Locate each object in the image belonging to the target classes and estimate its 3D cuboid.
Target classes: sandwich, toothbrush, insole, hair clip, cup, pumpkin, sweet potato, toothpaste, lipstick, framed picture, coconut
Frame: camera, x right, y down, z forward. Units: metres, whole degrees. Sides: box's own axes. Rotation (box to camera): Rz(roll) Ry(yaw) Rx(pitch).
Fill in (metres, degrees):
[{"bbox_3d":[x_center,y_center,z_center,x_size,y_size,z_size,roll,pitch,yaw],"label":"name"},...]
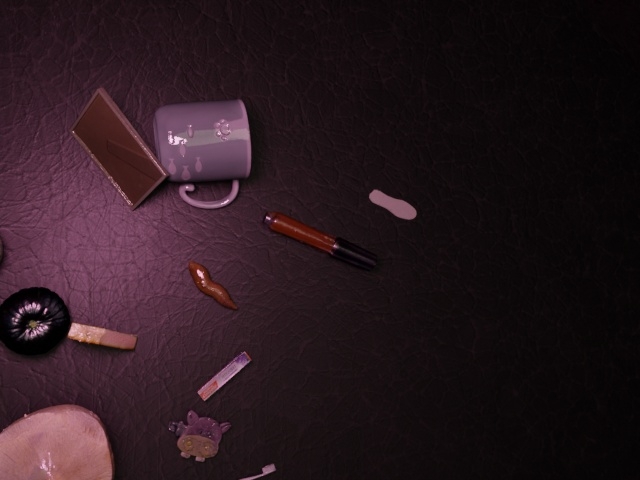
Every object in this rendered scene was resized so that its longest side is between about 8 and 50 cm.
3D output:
[{"bbox_3d":[-0.647,0.289,1.716,0.193,0.162,0.058,16,77,-16],"label":"sandwich"},{"bbox_3d":[-0.280,0.784,1.852,0.287,0.020,0.025,-17,81,-18],"label":"toothbrush"},{"bbox_3d":[0.267,-0.129,2.116,0.197,0.004,0.065,23,79,-13],"label":"insole"},{"bbox_3d":[-0.391,0.618,1.817,0.187,0.056,0.146,26,85,-16],"label":"hair clip"},{"bbox_3d":[-0.379,-0.266,1.830,0.275,0.259,0.356,-6,117,-16],"label":"cup"},{"bbox_3d":[-0.838,0.234,1.676,0.202,0.140,0.201,-3,96,-28],"label":"pumpkin"},{"bbox_3d":[-0.356,0.154,1.874,0.065,0.051,0.218,-44,97,-18],"label":"sweet potato"},{"bbox_3d":[-0.310,0.440,1.867,0.196,0.040,0.047,-40,94,-16],"label":"toothpaste"},{"bbox_3d":[0.000,0.000,1.986,0.419,0.077,0.077,23,78,-12],"label":"lipstick"},{"bbox_3d":[-0.619,-0.271,1.756,0.324,0.241,0.020,52,40,-5],"label":"framed picture"},{"bbox_3d":[-0.736,0.625,1.552,0.347,0.360,0.345,2,82,-18],"label":"coconut"}]

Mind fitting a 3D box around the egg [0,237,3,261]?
[{"bbox_3d":[-1.010,0.002,1.631,0.169,0.169,0.231,-36,87,-17],"label":"egg"}]
